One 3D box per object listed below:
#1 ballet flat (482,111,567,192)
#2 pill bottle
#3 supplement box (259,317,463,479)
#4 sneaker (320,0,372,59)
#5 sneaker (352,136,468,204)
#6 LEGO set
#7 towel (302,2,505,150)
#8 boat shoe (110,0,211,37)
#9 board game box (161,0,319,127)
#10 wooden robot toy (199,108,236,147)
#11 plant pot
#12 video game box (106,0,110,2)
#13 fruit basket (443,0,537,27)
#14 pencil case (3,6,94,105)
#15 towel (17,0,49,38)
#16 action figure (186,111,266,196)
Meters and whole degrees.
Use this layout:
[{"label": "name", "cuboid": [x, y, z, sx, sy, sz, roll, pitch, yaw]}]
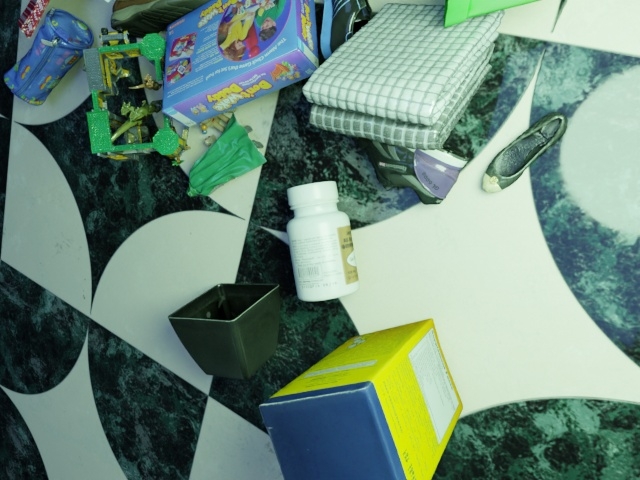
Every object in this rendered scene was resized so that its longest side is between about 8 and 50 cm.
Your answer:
[{"label": "ballet flat", "cuboid": [0.341, -0.150, 0.777, 0.057, 0.049, 0.173, 48, 115, 16]}, {"label": "pill bottle", "cuboid": [0.000, 0.000, 0.933, 0.131, 0.131, 0.229, -8, 93, 29]}, {"label": "supplement box", "cuboid": [0.093, 0.291, 0.794, 0.195, 0.357, 0.194, -20, 87, 29]}, {"label": "sneaker", "cuboid": [0.055, -0.468, 0.876, 0.091, 0.081, 0.232, 7, 107, 24]}, {"label": "sneaker", "cuboid": [0.122, -0.163, 0.866, 0.283, 0.107, 0.124, 33, 117, 21]}, {"label": "LEGO set", "cuboid": [-0.442, -0.332, 1.133, 0.255, 0.192, 0.331, -14, 93, -1]}, {"label": "towel", "cuboid": [0.141, -0.277, 0.761, 0.235, 0.283, 0.121, 20, 148, 31]}, {"label": "boat shoe", "cuboid": [-0.374, -0.569, 1.066, 0.324, 0.123, 0.119, 4, 93, 28]}, {"label": "board game box", "cuboid": [-0.177, -0.407, 0.956, 0.347, 0.078, 0.233, -12, 70, 27]}, {"label": "wooden robot toy", "cuboid": [-0.250, -0.290, 1.058, 0.076, 0.079, 0.173, 37, 112, 19]}, {"label": "plant pot", "cuboid": [-0.203, 0.212, 1.052, 0.188, 0.187, 0.166, -1, 108, 28]}, {"label": "video game box", "cuboid": [-0.455, -0.677, 1.069, 0.187, 0.048, 0.205, -45, 35, 27]}, {"label": "fruit basket", "cuboid": [0.185, -0.522, 0.659, 0.392, 0.283, 0.391, -2, 75, 8]}, {"label": "pencil case", "cuboid": [-0.767, -0.508, 1.278, 0.306, 0.133, 0.119, -29, 119, 29]}, {"label": "towel", "cuboid": [-0.748, -0.690, 1.231, 0.274, 0.031, 0.199, -56, 46, 9]}, {"label": "action figure", "cuboid": [-0.240, -0.176, 1.077, 0.232, 0.063, 0.137, -34, 82, 23]}]
